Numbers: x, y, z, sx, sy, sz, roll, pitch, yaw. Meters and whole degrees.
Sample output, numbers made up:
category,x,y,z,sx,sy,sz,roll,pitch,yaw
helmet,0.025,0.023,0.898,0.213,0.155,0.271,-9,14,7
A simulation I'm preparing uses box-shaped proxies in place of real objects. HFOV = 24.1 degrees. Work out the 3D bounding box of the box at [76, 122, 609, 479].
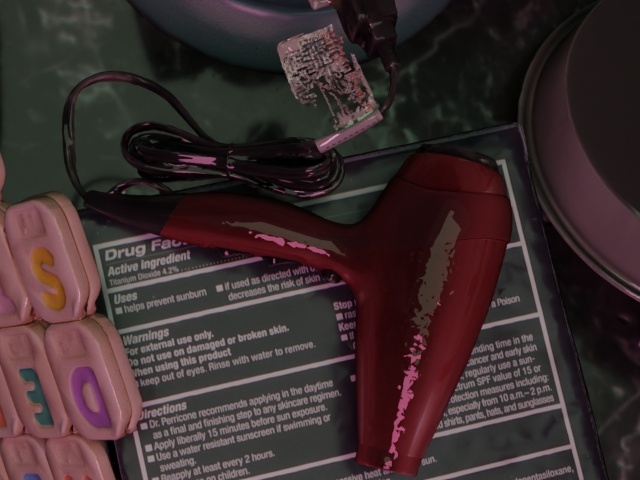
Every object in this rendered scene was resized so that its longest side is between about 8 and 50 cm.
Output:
category,x,y,z,sx,sy,sz,roll,pitch,yaw
box,0.009,0.106,0.975,0.296,0.183,0.294,-12,84,-10

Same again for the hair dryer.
category,x,y,z,sx,sy,sz,roll,pitch,yaw
hair dryer,0.000,0.000,0.877,0.223,0.080,0.293,-27,80,5

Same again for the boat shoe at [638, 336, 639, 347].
category,x,y,z,sx,sy,sz,roll,pitch,yaw
boat shoe,0.374,0.075,1.076,0.301,0.108,0.102,15,81,-9

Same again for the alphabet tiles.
category,x,y,z,sx,sy,sz,roll,pitch,yaw
alphabet tiles,-0.208,0.052,0.903,0.021,0.284,0.278,-24,100,-40

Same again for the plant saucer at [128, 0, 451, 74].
category,x,y,z,sx,sy,sz,roll,pitch,yaw
plant saucer,-0.022,-0.281,1.094,0.317,0.044,0.317,1,82,-9

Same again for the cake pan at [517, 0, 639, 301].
category,x,y,z,sx,sy,sz,roll,pitch,yaw
cake pan,0.287,-0.076,1.058,0.293,0.054,0.293,5,61,-8
